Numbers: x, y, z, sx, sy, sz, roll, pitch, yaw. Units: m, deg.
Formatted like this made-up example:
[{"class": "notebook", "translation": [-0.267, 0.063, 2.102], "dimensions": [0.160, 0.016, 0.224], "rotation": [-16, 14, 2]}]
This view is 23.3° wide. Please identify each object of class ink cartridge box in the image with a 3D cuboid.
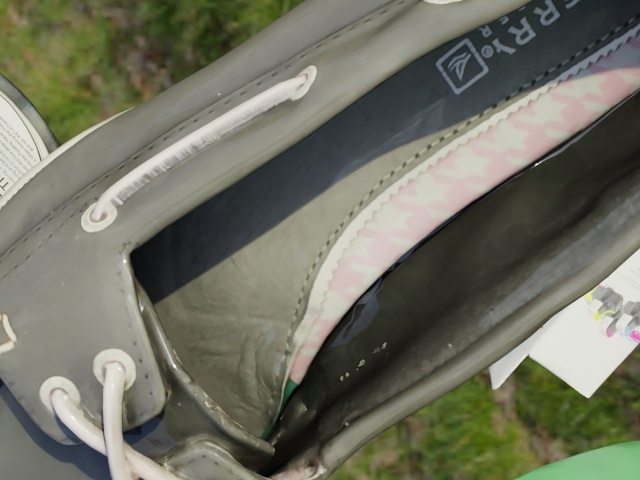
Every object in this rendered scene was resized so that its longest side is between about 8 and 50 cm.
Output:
[{"class": "ink cartridge box", "translation": [0.202, 0.041, 1.140], "dimensions": [0.181, 0.061, 0.104], "rotation": [-50, 12, 18]}]

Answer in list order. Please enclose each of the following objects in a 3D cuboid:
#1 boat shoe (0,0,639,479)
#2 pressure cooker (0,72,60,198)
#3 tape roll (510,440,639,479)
[{"class": "boat shoe", "translation": [0.000, 0.000, 0.415], "dimensions": [0.335, 0.112, 0.095], "rotation": [-40, 23, 2]}, {"class": "pressure cooker", "translation": [-0.388, 0.021, 1.303], "dimensions": [0.420, 0.370, 0.375], "rotation": [150, 121, -66]}, {"class": "tape roll", "translation": [0.053, 0.208, 0.393], "dimensions": [0.077, 0.321, 0.321], "rotation": [32, 115, 43]}]
